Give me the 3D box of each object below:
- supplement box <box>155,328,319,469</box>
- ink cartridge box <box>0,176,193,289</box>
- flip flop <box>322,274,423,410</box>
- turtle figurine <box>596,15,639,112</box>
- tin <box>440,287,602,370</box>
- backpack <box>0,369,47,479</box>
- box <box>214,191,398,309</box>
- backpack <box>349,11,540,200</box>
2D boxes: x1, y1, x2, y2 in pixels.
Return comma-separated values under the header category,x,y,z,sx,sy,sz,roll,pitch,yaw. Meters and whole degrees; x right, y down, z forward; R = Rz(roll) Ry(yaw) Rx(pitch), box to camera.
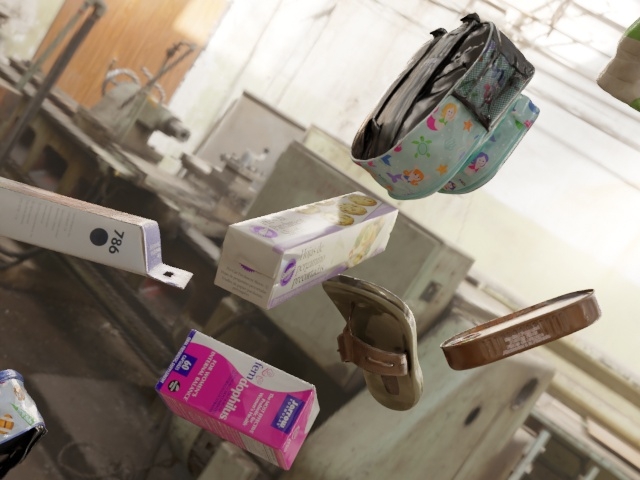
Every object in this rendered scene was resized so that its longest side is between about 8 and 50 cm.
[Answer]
category,x,y,z,sx,sy,sz,roll,pitch,yaw
supplement box,-0.124,0.244,1.132,0.220,0.111,0.114,22,-28,15
ink cartridge box,-0.319,-0.021,0.936,0.332,0.065,0.165,18,1,-8
flip flop,0.068,0.150,0.983,0.112,0.080,0.277,12,-42,32
turtle figurine,0.335,-0.211,0.522,0.274,0.266,0.198,14,38,-2
tin,0.234,0.105,0.862,0.106,0.189,0.040,12,56,-77
backpack,-0.565,0.298,1.122,0.213,0.263,0.276,68,-26,6
box,0.000,0.000,0.819,0.067,0.063,0.324,24,18,21
backpack,0.172,-0.170,1.079,0.191,0.253,0.225,46,-13,-18
